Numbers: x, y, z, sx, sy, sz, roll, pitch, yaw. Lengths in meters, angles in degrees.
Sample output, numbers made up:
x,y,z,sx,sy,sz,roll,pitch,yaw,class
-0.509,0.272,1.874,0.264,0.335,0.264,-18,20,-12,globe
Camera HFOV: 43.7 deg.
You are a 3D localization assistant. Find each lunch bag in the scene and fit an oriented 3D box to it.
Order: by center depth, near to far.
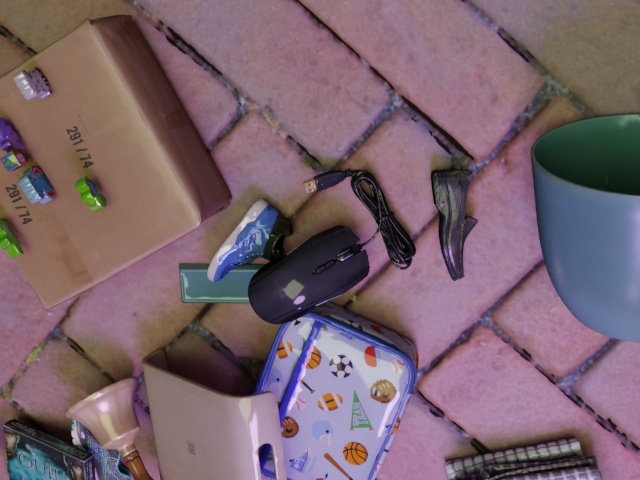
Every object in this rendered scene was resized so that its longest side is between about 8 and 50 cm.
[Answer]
x,y,z,sx,sy,sz,roll,pitch,yaw,class
0.003,0.257,1.254,0.243,0.115,0.303,23,104,5,lunch bag

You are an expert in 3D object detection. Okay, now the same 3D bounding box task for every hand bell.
x,y,z,sx,sy,sz,roll,pitch,yaw,class
-0.301,0.355,1.278,0.126,0.126,0.242,-31,80,14,hand bell

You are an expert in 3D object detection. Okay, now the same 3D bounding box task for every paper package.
x,y,z,sx,sy,sz,roll,pitch,yaw,class
-0.344,-0.115,1.187,0.309,0.168,0.324,-27,99,15,paper package

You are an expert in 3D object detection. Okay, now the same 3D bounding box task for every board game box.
x,y,z,sx,sy,sz,roll,pitch,yaw,class
-0.460,0.389,1.356,0.186,0.026,0.126,14,115,25,board game box

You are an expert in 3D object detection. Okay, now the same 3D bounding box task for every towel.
x,y,z,sx,sy,sz,roll,pitch,yaw,class
0.337,0.470,1.249,0.235,0.121,0.283,-12,101,10,towel

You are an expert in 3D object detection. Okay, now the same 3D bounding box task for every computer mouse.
x,y,z,sx,sy,sz,roll,pitch,yaw,class
0.000,0.000,1.171,0.262,0.060,0.184,-24,88,-8,computer mouse

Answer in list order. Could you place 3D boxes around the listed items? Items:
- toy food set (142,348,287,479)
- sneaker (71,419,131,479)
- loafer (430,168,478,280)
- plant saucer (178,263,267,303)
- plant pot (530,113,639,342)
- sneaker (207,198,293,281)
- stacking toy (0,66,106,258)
x,y,z,sx,sy,sz,roll,pitch,yaw,class
-0.162,0.301,1.230,0.306,0.092,0.219,8,108,47,toy food set
-0.373,0.356,1.365,0.076,0.065,0.166,-17,104,-5,sneaker
0.205,-0.024,1.184,0.061,0.062,0.170,-8,103,5,loafer
-0.135,0.071,1.277,0.192,0.018,0.067,0,103,8,plant saucer
0.424,-0.010,1.049,0.293,0.293,0.235,-1,117,9,plant pot
-0.104,0.019,1.234,0.084,0.058,0.152,38,93,5,sneaker
-0.409,-0.106,1.091,0.167,0.052,0.221,-25,100,16,stacking toy
